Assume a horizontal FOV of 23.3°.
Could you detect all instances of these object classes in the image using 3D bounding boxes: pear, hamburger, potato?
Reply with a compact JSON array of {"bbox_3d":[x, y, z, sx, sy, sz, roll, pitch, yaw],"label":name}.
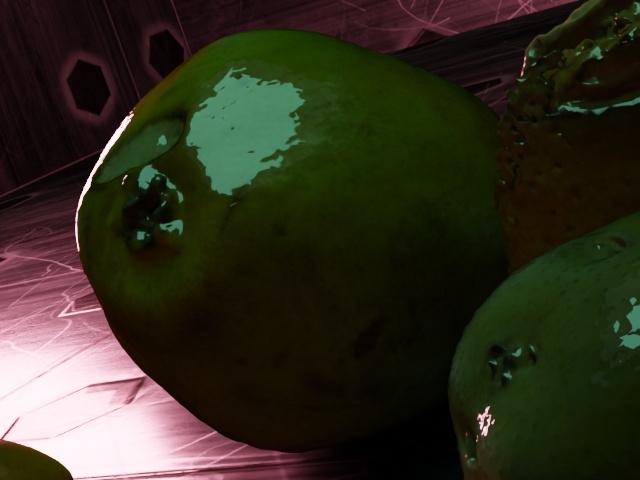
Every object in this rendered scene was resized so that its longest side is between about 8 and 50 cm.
[{"bbox_3d":[0.000,0.000,0.939,0.269,0.269,0.321,-13,-6,29],"label":"pear"},{"bbox_3d":[0.201,-0.027,0.761,0.244,0.244,0.163,-15,22,21],"label":"hamburger"},{"bbox_3d":[0.176,0.050,0.617,0.251,0.159,0.174,-12,40,-1],"label":"potato"}]

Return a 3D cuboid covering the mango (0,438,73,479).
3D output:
[{"bbox_3d":[-0.237,0.174,0.851,0.217,0.102,0.141,-24,18,-14],"label":"mango"}]
